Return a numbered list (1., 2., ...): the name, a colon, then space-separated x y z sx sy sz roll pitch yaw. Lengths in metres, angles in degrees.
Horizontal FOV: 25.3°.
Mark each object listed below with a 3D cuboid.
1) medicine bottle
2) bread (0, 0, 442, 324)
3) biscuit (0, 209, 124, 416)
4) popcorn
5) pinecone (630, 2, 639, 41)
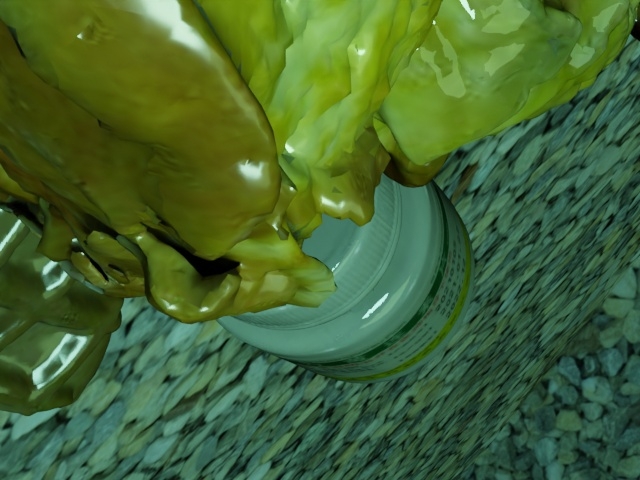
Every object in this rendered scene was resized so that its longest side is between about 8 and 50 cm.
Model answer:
1. medicine bottle: 0.000 0.000 1.182 0.208 0.208 0.339 -46 161 3
2. bread: -0.108 -0.137 0.481 0.204 0.358 0.337 -52 159 -8
3. biscuit: -0.266 0.037 0.697 0.366 0.115 0.268 -27 143 -28
4. popcorn: 0.073 -0.170 0.739 0.332 0.225 0.265 -54 143 -7
5. pinecone: 0.261 -0.292 0.945 0.397 0.398 0.398 -38 159 -17
